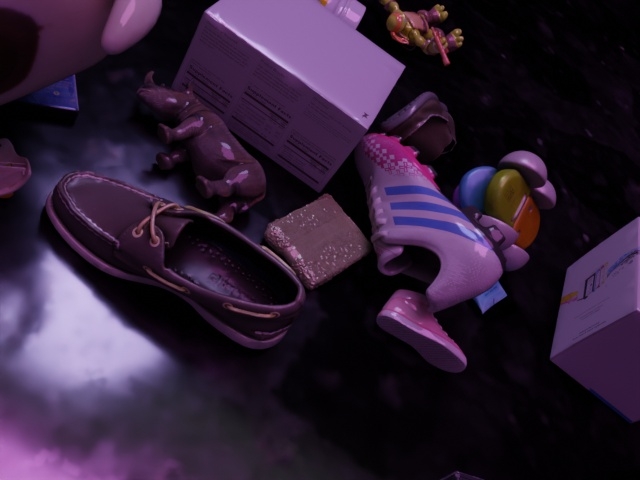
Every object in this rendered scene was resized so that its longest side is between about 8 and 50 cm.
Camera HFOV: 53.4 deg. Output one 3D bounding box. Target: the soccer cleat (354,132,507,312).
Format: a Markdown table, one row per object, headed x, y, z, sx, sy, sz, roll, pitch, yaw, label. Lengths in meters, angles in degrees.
| x | y | z | sx | sy | sz | roll | pitch | yaw | label |
| --- | --- | --- | --- | --- | --- | --- | --- | --- | --- |
| 0.110 | -0.036 | 0.883 | 0.143 | 0.116 | 0.331 | -32 | 48 | -8 | soccer cleat |

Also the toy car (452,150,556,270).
| x | y | z | sx | sy | sz | roll | pitch | yaw | label |
| --- | --- | --- | --- | --- | --- | --- | --- | --- | --- |
| 0.278 | -0.053 | 1.007 | 0.136 | 0.159 | 0.182 | 23 | -11 | 37 | toy car |

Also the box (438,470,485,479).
| x | y | z | sx | sy | sz | roll | pitch | yaw | label |
| --- | --- | --- | --- | --- | --- | --- | --- | --- | --- |
| 0.217 | 0.406 | 0.658 | 0.216 | 0.060 | 0.270 | 24 | 46 | -17 | box |

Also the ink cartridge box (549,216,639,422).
| x | y | z | sx | sy | sz | roll | pitch | yaw | label |
| --- | --- | --- | --- | --- | --- | --- | --- | --- | --- |
| 0.492 | 0.120 | 0.991 | 0.171 | 0.168 | 0.232 | 38 | 44 | -3 | ink cartridge box |

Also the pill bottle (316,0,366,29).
| x | y | z | sx | sy | sz | roll | pitch | yaw | label |
| --- | --- | --- | --- | --- | --- | --- | --- | --- | --- |
| -0.035 | -0.415 | 1.099 | 0.208 | 0.119 | 0.119 | 29 | 45 | -12 | pill bottle |

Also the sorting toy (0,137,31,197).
| x | y | z | sx | sy | sz | roll | pitch | yaw | label |
| --- | --- | --- | --- | --- | --- | --- | --- | --- | --- |
| -0.359 | -0.086 | 0.678 | 0.083 | 0.045 | 0.075 | 2 | 48 | -32 | sorting toy |

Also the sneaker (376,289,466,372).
| x | y | z | sx | sy | sz | roll | pitch | yaw | label |
| --- | --- | --- | --- | --- | --- | --- | --- | --- | --- |
| 0.144 | 0.114 | 0.846 | 0.134 | 0.051 | 0.070 | 34 | 49 | -1 | sneaker |

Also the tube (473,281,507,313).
| x | y | z | sx | sy | sz | roll | pitch | yaw | label |
| --- | --- | --- | --- | --- | --- | --- | --- | --- | --- |
| 0.211 | 0.011 | 0.980 | 0.080 | 0.052 | 0.207 | -25 | 78 | -40 | tube |

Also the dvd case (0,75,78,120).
| x | y | z | sx | sy | sz | roll | pitch | yaw | label |
| --- | --- | --- | --- | --- | --- | --- | --- | --- | --- |
| -0.407 | -0.259 | 0.795 | 0.180 | 0.022 | 0.253 | 2 | 56 | -31 | dvd case |

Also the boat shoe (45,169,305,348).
| x | y | z | sx | sy | sz | roll | pitch | yaw | label |
| --- | --- | --- | --- | --- | --- | --- | --- | --- | --- |
| -0.154 | 0.006 | 0.695 | 0.305 | 0.091 | 0.109 | 32 | 52 | -4 | boat shoe |

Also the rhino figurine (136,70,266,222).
| x | y | z | sx | sy | sz | roll | pitch | yaw | label |
| --- | --- | --- | --- | --- | --- | --- | --- | --- | --- |
| -0.159 | -0.129 | 0.822 | 0.106 | 0.073 | 0.243 | -24 | 70 | -39 | rhino figurine |

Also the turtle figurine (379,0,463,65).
| x | y | z | sx | sy | sz | roll | pitch | yaw | label |
| --- | --- | --- | --- | --- | --- | --- | --- | --- | --- |
| 0.200 | -0.424 | 1.287 | 0.217 | 0.087 | 0.269 | -13 | 55 | -48 | turtle figurine |

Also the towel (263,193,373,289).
| x | y | z | sx | sy | sz | roll | pitch | yaw | label |
| --- | --- | --- | --- | --- | --- | --- | --- | --- | --- |
| 0.000 | 0.000 | 0.859 | 0.110 | 0.027 | 0.148 | 49 | 43 | 8 | towel |

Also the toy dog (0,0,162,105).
| x | y | z | sx | sy | sz | roll | pitch | yaw | label |
| --- | --- | --- | --- | --- | --- | --- | --- | --- | --- |
| -0.375 | -0.169 | 0.556 | 0.395 | 0.284 | 0.408 | 35 | 67 | 11 | toy dog |

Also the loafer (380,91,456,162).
| x | y | z | sx | sy | sz | roll | pitch | yaw | label |
| --- | --- | --- | --- | --- | --- | --- | --- | --- | --- |
| 0.177 | -0.180 | 1.042 | 0.087 | 0.094 | 0.251 | 59 | 27 | 6 | loafer |

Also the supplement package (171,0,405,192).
| x | y | z | sx | sy | sz | roll | pitch | yaw | label |
| --- | --- | --- | --- | --- | --- | --- | --- | --- | --- |
| -0.040 | -0.241 | 0.939 | 0.262 | 0.145 | 0.204 | 35 | 44 | -6 | supplement package |
